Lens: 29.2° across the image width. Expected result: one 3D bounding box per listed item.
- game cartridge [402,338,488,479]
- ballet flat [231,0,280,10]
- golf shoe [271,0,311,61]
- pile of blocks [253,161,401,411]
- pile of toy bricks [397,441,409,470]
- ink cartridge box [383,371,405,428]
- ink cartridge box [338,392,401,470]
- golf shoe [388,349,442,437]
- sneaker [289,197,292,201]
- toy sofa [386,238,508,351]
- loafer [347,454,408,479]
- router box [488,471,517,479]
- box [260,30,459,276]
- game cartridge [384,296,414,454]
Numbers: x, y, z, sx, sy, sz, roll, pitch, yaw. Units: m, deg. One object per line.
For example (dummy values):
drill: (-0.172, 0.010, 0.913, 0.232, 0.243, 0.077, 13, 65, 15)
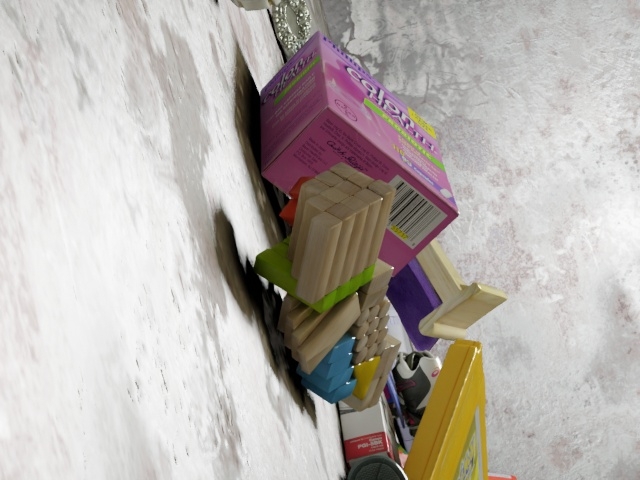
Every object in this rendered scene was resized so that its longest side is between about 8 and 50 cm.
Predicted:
game cartridge: (0.170, 0.331, 1.627, 0.285, 0.052, 0.324, -62, 154, -46)
ballet flat: (-0.079, -0.334, 1.447, 0.348, 0.123, 0.123, -94, 167, -64)
golf shoe: (-0.052, -0.348, 2.072, 0.086, 0.069, 0.176, 41, -24, 52)
pile of blocks: (-0.008, 0.061, 1.222, 0.112, 0.149, 0.362, 30, -29, 25)
pile of toy bricks: (0.120, 0.328, 1.790, 0.105, 0.118, 0.212, 48, 22, 4)
ink cartridge box: (0.059, 0.112, 1.826, 0.186, 0.065, 0.311, 72, 4, -52)
ink cartridge box: (0.062, 0.244, 1.531, 0.135, 0.056, 0.099, -98, 171, -48)
golf shoe: (0.150, 0.222, 1.902, 0.273, 0.105, 0.120, -171, -105, -75)
sneaker: (0.000, 0.000, 1.551, 0.221, 0.083, 0.087, -84, 174, -64)
toy sofa: (0.123, -0.002, 1.975, 0.362, 0.177, 0.150, 59, 16, 21)
loafer: (0.099, 0.375, 1.393, 0.084, 0.096, 0.268, 78, -3, -78)
router box: (0.288, 0.596, 2.133, 0.301, 0.082, 0.335, 1, 96, -84)
box: (0.042, -0.111, 1.506, 0.213, 0.117, 0.243, 38, 21, -21)
game cartridge: (0.172, 0.301, 2.497, 0.355, 0.068, 0.230, -97, 166, -55)
